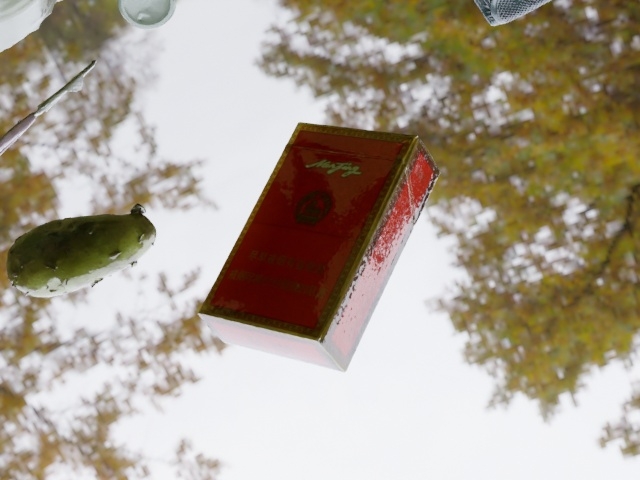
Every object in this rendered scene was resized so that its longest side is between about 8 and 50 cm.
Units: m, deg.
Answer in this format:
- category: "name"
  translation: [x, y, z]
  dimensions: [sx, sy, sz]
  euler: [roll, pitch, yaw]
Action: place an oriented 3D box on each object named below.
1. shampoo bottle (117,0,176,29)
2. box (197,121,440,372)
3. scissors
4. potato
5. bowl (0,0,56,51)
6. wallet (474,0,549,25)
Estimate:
- category: "shampoo bottle"
  translation: [-0.173, -0.269, 1.312]
  dimensions: [0.056, 0.056, 0.195]
  euler: [-22, -147, 4]
- category: "box"
  translation: [0.000, 0.001, 1.325]
  dimensions: [0.153, 0.074, 0.240]
  euler: [8, -118, 38]
- category: "scissors"
  translation: [-0.384, -0.176, 1.837]
  dimensions: [0.212, 0.021, 0.110]
  euler: [-42, -167, -15]
- category: "potato"
  translation: [-0.346, 0.016, 1.934]
  dimensions: [0.225, 0.090, 0.117]
  euler: [-18, -119, -1]
- category: "bowl"
  translation: [-0.355, -0.299, 1.349]
  dimensions: [0.211, 0.211, 0.112]
  euler: [-32, -173, -18]
- category: "wallet"
  translation: [0.254, -0.338, 1.764]
  dimensions: [0.129, 0.088, 0.026]
  euler: [-24, -163, 43]
